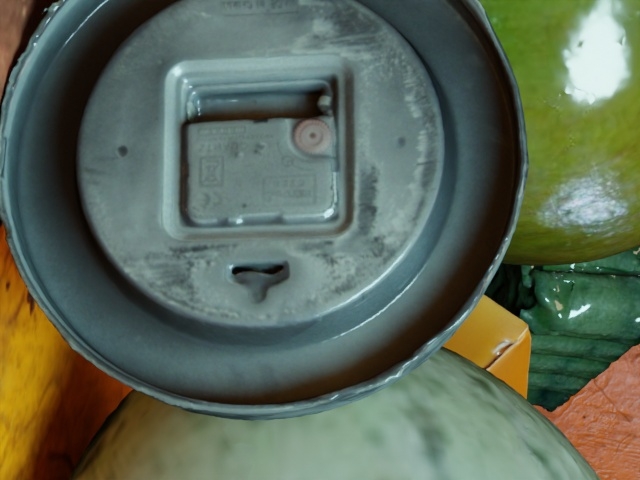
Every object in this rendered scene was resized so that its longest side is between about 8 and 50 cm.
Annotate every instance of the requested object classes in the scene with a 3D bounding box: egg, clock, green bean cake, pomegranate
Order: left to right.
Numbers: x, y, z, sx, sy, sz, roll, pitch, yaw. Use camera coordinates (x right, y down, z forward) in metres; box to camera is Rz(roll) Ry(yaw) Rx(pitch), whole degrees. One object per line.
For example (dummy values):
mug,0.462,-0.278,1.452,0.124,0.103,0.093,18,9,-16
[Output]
clock,-0.025,-0.033,0.719,0.049,0.226,0.226,73,28,-75
egg,0.016,0.238,0.851,0.345,0.345,0.428,-59,135,-65
pomegranate,0.075,-0.146,0.876,0.291,0.323,0.290,23,90,-84
green bean cake,0.167,0.020,1.335,0.208,0.107,0.193,120,-34,-57

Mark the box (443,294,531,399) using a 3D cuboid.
box,0.038,0.203,1.302,0.225,0.143,0.341,-41,145,-33
